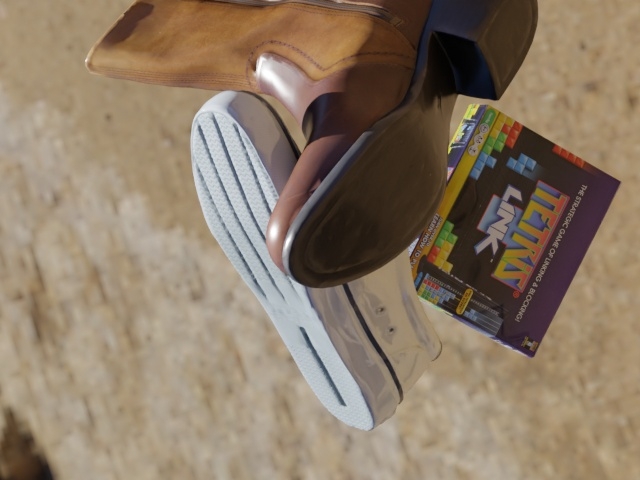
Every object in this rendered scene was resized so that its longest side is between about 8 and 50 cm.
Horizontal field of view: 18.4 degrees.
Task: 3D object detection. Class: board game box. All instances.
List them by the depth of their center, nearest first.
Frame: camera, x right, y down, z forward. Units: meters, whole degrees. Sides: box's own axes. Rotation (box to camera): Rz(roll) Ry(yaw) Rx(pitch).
[{"bbox_3d":[0.152,-0.008,1.658,0.170,0.141,0.048,-63,15,-3],"label":"board game box"}]

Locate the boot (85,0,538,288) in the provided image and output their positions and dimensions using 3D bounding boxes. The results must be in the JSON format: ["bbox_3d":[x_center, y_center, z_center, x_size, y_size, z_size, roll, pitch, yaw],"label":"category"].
[{"bbox_3d":[-0.042,-0.102,1.250,0.280,0.264,0.096,16,153,32],"label":"boot"}]

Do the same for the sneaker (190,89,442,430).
[{"bbox_3d":[0.000,0.000,1.251,0.094,0.091,0.258,15,140,44],"label":"sneaker"}]
